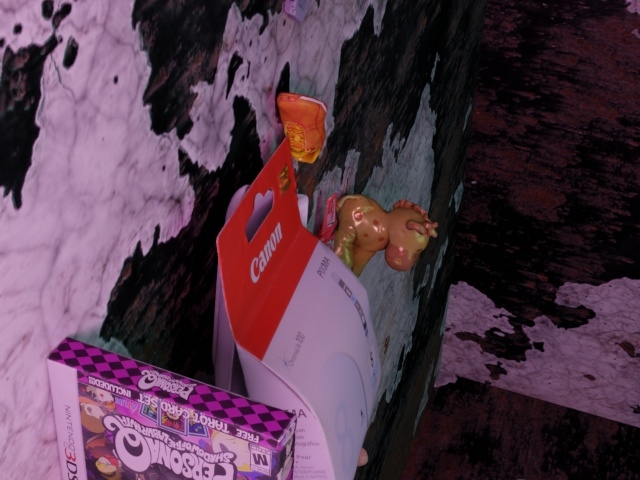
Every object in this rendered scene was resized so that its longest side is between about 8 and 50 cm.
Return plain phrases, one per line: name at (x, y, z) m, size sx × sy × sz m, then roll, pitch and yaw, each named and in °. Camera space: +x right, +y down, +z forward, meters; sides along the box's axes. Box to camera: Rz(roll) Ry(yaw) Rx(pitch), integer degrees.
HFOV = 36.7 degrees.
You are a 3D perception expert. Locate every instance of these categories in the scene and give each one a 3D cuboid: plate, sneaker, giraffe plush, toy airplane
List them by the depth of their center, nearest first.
plate at (-0.081, 0.071, 1.257) m, size 0.277 × 0.045 × 0.278 m, roll -1°, pitch 95°, yaw -76°
sneaker at (-0.022, -0.149, 1.288) m, size 0.175 × 0.064 × 0.068 m, roll 55°, pitch 48°, yaw -71°
toy airplane at (0.000, 0.000, 1.576) m, size 0.151 × 0.028 × 0.151 m, roll 13°, pitch 90°, yaw -74°
giraffe plush at (0.116, -0.013, 1.711) m, size 0.181 × 0.170 × 0.210 m, roll -53°, pitch 153°, yaw -55°

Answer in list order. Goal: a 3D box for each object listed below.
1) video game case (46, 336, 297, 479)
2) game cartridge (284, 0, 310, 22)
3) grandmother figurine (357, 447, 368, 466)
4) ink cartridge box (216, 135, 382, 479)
video game case at (-0.136, 0.210, 0.886) m, size 0.042 × 0.232 × 0.210 m, roll -53°, pitch 153°, yaw -51°
game cartridge at (-0.024, -0.321, 1.219) m, size 0.056 × 0.017 × 0.083 m, roll 13°, pitch 91°, yaw -72°
grandmother figurine at (0.003, 0.489, 1.930) m, size 0.342 × 0.104 × 0.208 m, roll -33°, pitch 108°, yaw -65°
ink cartridge box at (-0.010, 0.098, 1.208) m, size 0.308 × 0.091 × 0.385 m, roll -64°, pitch 148°, yaw -60°
